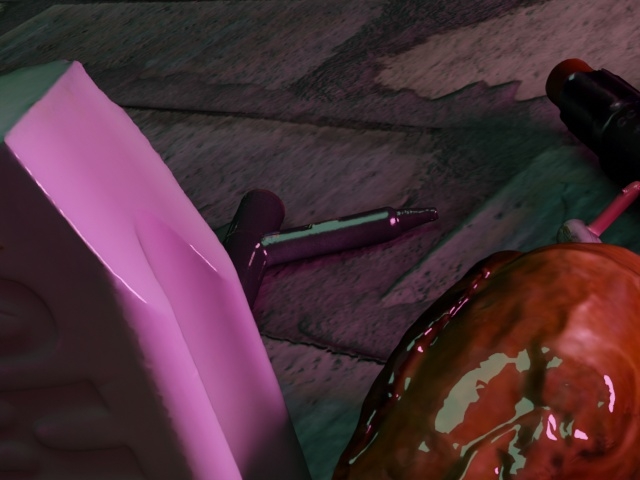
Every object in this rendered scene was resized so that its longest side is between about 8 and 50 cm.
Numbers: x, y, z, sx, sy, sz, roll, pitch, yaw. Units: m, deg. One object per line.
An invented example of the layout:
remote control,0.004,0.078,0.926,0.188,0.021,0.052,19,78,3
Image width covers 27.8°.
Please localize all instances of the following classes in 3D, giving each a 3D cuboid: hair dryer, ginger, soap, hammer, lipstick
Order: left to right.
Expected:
soap,-0.143,0.078,0.754,0.208,0.347,0.115,-6,28,21
hair dryer,0.003,0.007,1.130,0.194,0.050,0.173,-6,32,16
ginger,0.111,0.102,0.754,0.165,0.172,0.321,42,55,17
hammer,0.221,-0.015,1.010,0.083,0.031,0.052,-47,26,15
lipstick,0.266,-0.087,1.092,0.081,0.081,0.300,-21,27,-4
